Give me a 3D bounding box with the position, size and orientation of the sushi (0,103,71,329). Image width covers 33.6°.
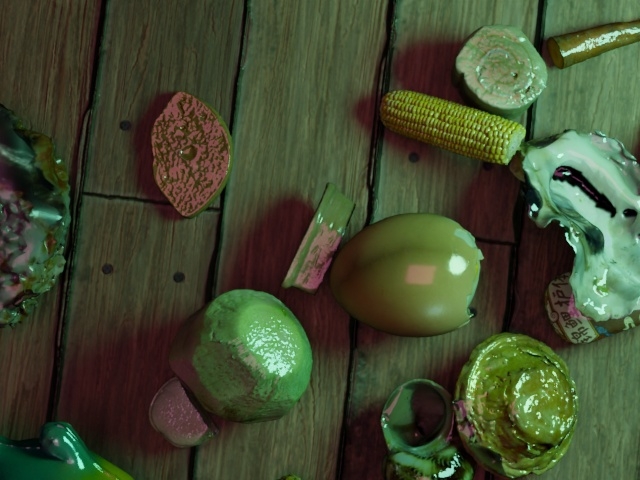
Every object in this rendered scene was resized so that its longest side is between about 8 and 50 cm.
[{"bbox_3d":[-0.611,-0.027,1.754,0.418,0.176,0.417,0,93,-1],"label":"sushi"}]

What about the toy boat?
[{"bbox_3d":[0.000,0.000,1.743,0.061,0.116,0.188,24,91,0],"label":"toy boat"}]

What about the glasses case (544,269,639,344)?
[{"bbox_3d":[0.522,0.070,1.721,0.321,0.082,0.122,-21,87,3],"label":"glasses case"}]

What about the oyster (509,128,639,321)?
[{"bbox_3d":[0.419,-0.048,1.684,0.238,0.114,0.351,-26,62,-25],"label":"oyster"}]

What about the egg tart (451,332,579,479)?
[{"bbox_3d":[0.323,0.262,1.681,0.241,0.106,0.241,4,80,-27],"label":"egg tart"}]

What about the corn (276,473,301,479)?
[{"bbox_3d":[-0.120,0.517,1.728,0.106,0.106,0.305,37,89,5],"label":"corn"}]

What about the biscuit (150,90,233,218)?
[{"bbox_3d":[-0.219,-0.148,1.805,0.142,0.029,0.220,-8,86,4],"label":"biscuit"}]

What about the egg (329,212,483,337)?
[{"bbox_3d":[0.136,0.056,1.687,0.245,0.201,0.201,-5,87,5],"label":"egg"}]

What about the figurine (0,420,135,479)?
[{"bbox_3d":[-0.429,0.433,1.704,0.340,0.231,0.323,27,114,-4],"label":"figurine"}]

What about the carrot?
[{"bbox_3d":[0.495,-0.340,1.765,0.224,0.057,0.057,-16,86,-2],"label":"carrot"}]

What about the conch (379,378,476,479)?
[{"bbox_3d":[0.164,0.339,1.706,0.181,0.124,0.187,-41,65,-13],"label":"conch"}]

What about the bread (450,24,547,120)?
[{"bbox_3d":[0.290,-0.272,1.724,0.148,0.141,0.134,40,91,4],"label":"bread"}]

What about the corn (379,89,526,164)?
[{"bbox_3d":[0.210,-0.186,1.721,0.248,0.081,0.081,22,88,29],"label":"corn"}]

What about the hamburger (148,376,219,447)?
[{"bbox_3d":[-0.238,0.296,1.774,0.084,0.054,0.121,-34,83,5],"label":"hamburger"}]

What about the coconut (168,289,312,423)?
[{"bbox_3d":[-0.130,0.189,1.697,0.236,0.236,0.204,-4,63,3],"label":"coconut"}]
